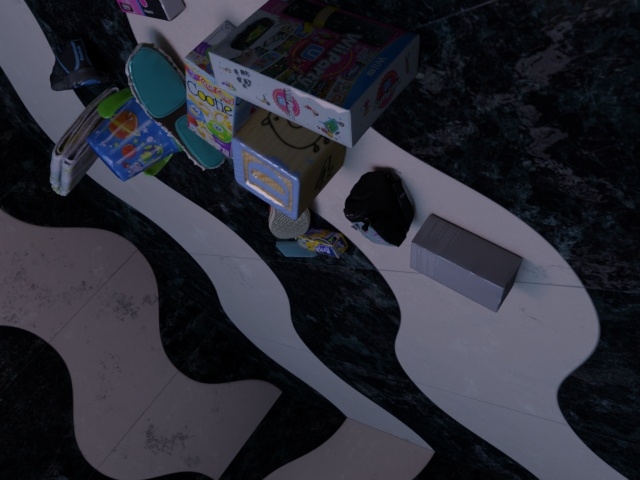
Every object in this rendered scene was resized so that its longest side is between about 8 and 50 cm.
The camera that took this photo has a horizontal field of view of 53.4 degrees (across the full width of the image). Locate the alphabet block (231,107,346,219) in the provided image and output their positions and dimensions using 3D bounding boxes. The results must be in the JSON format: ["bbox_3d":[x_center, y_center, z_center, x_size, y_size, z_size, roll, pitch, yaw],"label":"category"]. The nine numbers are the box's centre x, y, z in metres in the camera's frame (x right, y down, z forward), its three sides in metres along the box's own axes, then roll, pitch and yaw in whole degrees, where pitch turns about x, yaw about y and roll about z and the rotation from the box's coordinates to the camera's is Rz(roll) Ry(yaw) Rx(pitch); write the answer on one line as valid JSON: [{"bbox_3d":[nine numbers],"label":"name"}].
[{"bbox_3d":[-0.069,-0.202,1.468,0.192,0.197,0.193,33,156,10],"label":"alphabet block"}]

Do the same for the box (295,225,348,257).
[{"bbox_3d":[0.000,0.000,1.911,0.169,0.054,0.059,16,147,43],"label":"box"}]

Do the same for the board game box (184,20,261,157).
[{"bbox_3d":[-0.216,-0.343,1.488,0.142,0.144,0.275,37,156,6],"label":"board game box"}]

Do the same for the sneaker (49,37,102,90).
[{"bbox_3d":[-0.774,-0.548,2.000,0.341,0.125,0.139,9,116,53],"label":"sneaker"}]

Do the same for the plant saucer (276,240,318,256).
[{"bbox_3d":[-0.084,0.031,2.135,0.067,0.018,0.192,49,154,-23],"label":"plant saucer"}]

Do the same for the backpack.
[{"bbox_3d":[0.140,-0.066,1.507,0.115,0.152,0.182,22,165,44],"label":"backpack"}]

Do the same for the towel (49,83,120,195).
[{"bbox_3d":[-0.767,-0.327,2.092,0.090,0.320,0.374,37,157,-12],"label":"towel"}]

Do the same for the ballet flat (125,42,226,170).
[{"bbox_3d":[-0.399,-0.365,1.747,0.147,0.147,0.408,15,147,42],"label":"ballet flat"}]

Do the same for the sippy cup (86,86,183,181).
[{"bbox_3d":[-0.553,-0.303,1.885,0.305,0.224,0.240,55,167,-32],"label":"sippy cup"}]

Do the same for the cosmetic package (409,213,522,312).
[{"bbox_3d":[0.331,0.053,1.476,0.238,0.107,0.127,27,154,19],"label":"cosmetic package"}]

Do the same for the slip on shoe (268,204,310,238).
[{"bbox_3d":[-0.096,-0.111,1.797,0.123,0.101,0.331,-7,146,2],"label":"slip on shoe"}]

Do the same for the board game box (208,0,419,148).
[{"bbox_3d":[-0.009,-0.317,1.141,0.303,0.224,0.097,28,152,23],"label":"board game box"}]

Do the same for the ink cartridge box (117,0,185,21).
[{"bbox_3d":[-0.436,-0.652,1.355,0.176,0.069,0.370,22,150,33],"label":"ink cartridge box"}]
